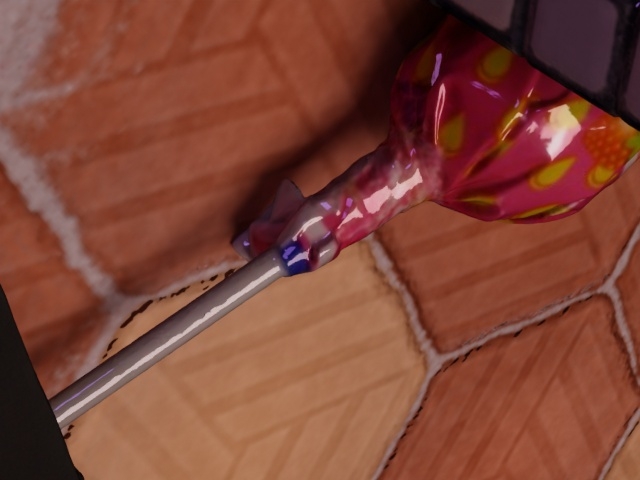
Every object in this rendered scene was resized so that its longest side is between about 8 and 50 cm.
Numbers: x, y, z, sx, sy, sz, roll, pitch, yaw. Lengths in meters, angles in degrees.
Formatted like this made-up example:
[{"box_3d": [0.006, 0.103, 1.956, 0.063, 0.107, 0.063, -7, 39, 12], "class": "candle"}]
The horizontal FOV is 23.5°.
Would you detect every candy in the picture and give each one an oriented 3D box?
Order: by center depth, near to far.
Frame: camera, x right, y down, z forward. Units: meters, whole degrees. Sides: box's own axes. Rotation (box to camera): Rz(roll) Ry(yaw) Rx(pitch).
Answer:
[{"box_3d": [0.000, 0.000, 0.727, 0.365, 0.124, 0.124, -35, 138, -12], "class": "candy"}]

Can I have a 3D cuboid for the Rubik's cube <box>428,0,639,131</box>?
[{"box_3d": [0.218, -0.215, 0.621, 0.287, 0.293, 0.291, -22, 131, -31], "class": "Rubik's cube"}]

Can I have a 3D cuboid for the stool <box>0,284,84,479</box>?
[{"box_3d": [-0.185, 0.027, 0.485, 0.141, 0.232, 0.232, -34, 137, -22], "class": "stool"}]
